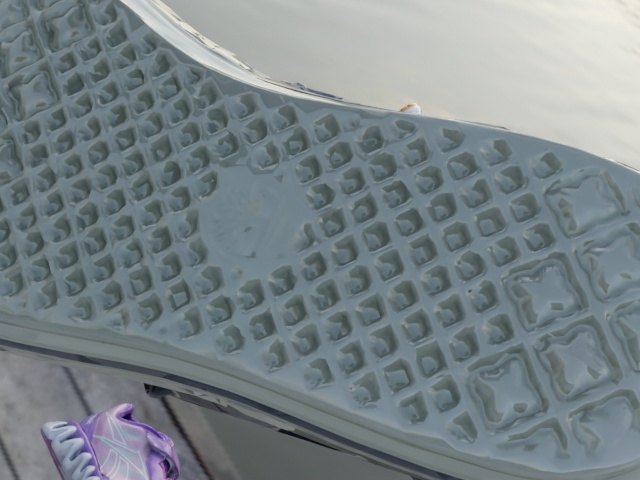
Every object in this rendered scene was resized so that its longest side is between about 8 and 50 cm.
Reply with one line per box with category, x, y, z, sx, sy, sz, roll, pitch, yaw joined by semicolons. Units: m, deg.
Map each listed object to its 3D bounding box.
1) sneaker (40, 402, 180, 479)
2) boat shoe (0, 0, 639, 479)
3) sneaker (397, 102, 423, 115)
sneaker;-0.172;0.226;1.049;0.105;0.095;0.236;-25;37;-21
boat shoe;-0.058;-0.010;0.525;0.500;0.186;0.156;20;-12;24
sneaker;0.056;-0.043;1.260;0.262;0.099;0.121;-42;96;-28
